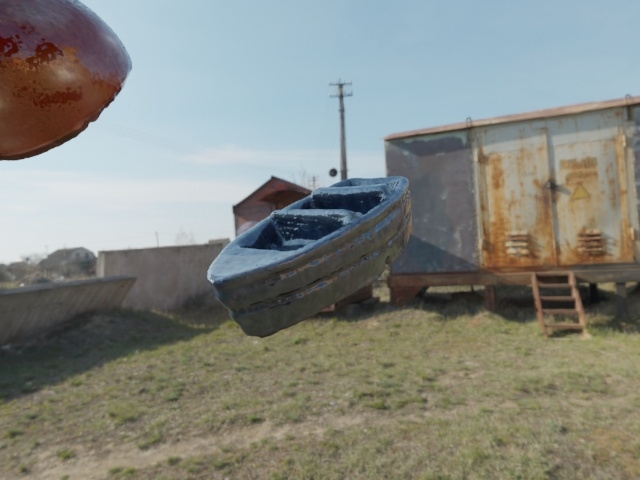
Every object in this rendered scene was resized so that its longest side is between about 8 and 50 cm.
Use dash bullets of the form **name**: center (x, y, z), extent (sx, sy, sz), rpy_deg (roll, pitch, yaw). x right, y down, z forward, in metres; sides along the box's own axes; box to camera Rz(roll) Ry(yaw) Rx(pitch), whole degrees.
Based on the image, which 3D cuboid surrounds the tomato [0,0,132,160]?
- **tomato**: center (-0.433, -0.269, 0.588), extent (0.334, 0.176, 0.289), rpy_deg (32, 60, 26)

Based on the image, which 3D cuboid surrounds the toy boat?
- **toy boat**: center (0.000, 0.000, 0.463), extent (0.127, 0.078, 0.283), rpy_deg (6, 27, 35)
